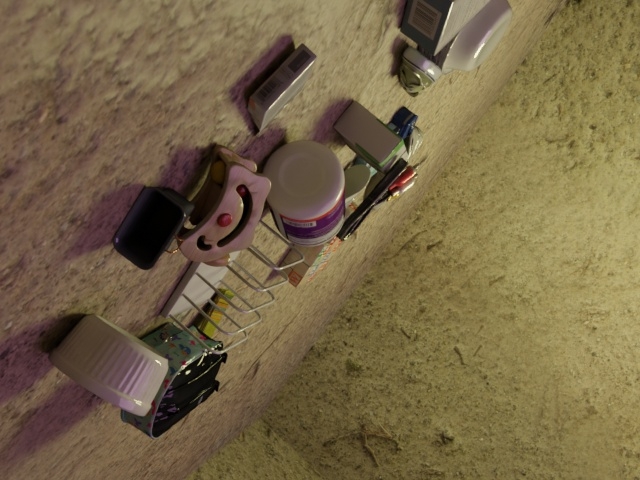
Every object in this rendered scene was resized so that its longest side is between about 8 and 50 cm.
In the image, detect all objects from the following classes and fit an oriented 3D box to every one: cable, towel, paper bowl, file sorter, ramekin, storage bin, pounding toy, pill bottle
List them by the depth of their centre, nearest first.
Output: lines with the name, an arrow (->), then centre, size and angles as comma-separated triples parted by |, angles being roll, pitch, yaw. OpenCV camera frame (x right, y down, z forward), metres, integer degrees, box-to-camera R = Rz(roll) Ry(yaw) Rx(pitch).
storage bin -> -0.273, -0.025, 1.192 | 0.135, 0.098, 0.091 | -55, 177, 17
ramekin -> -0.378, 0.222, 1.270 | 0.109, 0.207, 0.207 | -57, 169, -12
pounding toy -> -0.216, -0.063, 1.321 | 0.154, 0.155, 0.270 | -2, 126, -36
file sorter -> -0.199, 0.102, 1.615 | 0.278, 0.173, 0.193 | -55, 167, 19
pill bottle -> -0.032, -0.095, 1.618 | 0.181, 0.181, 0.323 | -49, 168, -10
cable -> 0.155, -0.104, 1.756 | 0.287, 0.072, 0.139 | -48, 173, -25
paper bowl -> 0.406, -0.576, 1.873 | 0.284, 0.148, 0.284 | -49, 169, -13
towel -> -0.302, 0.242, 1.877 | 0.237, 0.021, 0.102 | -63, 164, -3

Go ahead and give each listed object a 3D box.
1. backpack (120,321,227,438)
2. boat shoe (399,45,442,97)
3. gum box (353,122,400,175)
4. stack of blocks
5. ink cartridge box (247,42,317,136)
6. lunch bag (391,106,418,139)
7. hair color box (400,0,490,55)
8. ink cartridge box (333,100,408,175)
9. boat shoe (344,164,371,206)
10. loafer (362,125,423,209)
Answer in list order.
backpack -> -0.362, 0.328, 1.625 | 0.253, 0.191, 0.225 | -45, 158, -61
boat shoe -> 0.260, -0.437, 1.846 | 0.094, 0.109, 0.302 | -51, 171, 11
gum box -> 0.162, -0.260, 2.153 | 0.157, 0.041, 0.184 | -41, 165, -37
stack of blocks -> 0.000, 0.000, 2.219 | 0.297, 0.087, 0.171 | -55, 167, 18
ink cartridge box -> -0.079, -0.278, 1.297 | 0.145, 0.045, 0.179 | -49, -174, -12
lunch bag -> 0.261, -0.359, 2.161 | 0.067, 0.065, 0.098 | -44, 165, -28
hair color box -> 0.354, -0.627, 1.613 | 0.374, 0.113, 0.185 | -46, 167, -20
ink cartridge box -> 0.137, -0.255, 1.800 | 0.093, 0.160, 0.219 | -49, 167, 3
boat shoe -> 0.062, -0.139, 2.093 | 0.227, 0.079, 0.081 | -45, 176, -1
loafer -> 0.229, -0.245, 2.306 | 0.320, 0.112, 0.111 | -63, 160, 16
